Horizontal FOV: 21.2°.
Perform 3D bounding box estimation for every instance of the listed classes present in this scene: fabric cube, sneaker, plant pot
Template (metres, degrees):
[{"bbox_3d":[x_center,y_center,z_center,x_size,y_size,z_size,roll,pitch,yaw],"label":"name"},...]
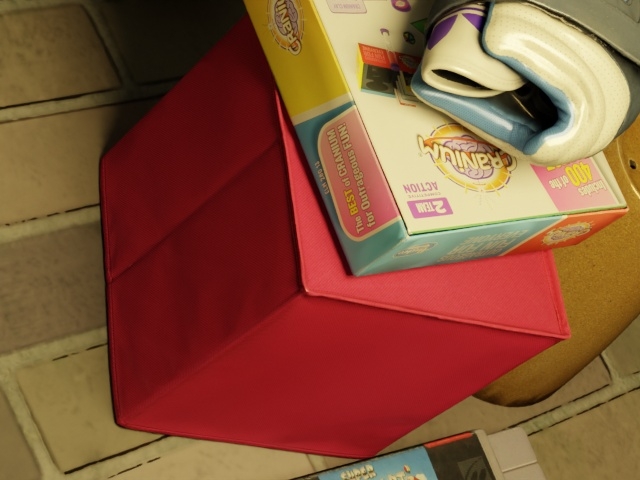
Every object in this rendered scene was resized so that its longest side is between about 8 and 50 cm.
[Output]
[{"bbox_3d":[0.000,0.000,1.349,0.254,0.258,0.259,12,57,-33],"label":"fabric cube"},{"bbox_3d":[0.115,-0.202,1.197,0.323,0.130,0.236,54,40,-6],"label":"sneaker"},{"bbox_3d":[0.224,-0.005,1.536,0.237,0.254,0.237,19,54,-29],"label":"plant pot"}]

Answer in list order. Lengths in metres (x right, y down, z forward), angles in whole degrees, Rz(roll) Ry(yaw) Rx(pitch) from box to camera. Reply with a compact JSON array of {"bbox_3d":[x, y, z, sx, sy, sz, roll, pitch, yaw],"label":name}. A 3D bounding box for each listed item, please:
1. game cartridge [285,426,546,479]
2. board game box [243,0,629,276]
[{"bbox_3d":[0.078,0.283,1.378,0.355,0.068,0.230,-9,74,-42],"label":"game cartridge"},{"bbox_3d":[0.071,-0.138,1.264,0.242,0.064,0.316,-6,68,-41],"label":"board game box"}]
